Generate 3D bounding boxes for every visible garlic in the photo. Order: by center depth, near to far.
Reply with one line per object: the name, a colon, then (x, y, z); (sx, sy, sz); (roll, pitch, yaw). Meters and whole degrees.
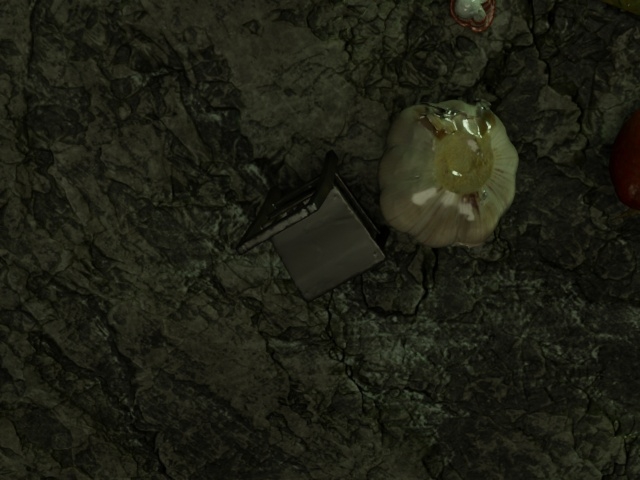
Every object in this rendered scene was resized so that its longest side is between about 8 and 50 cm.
garlic: (0.266, -0.136, 1.753); (0.321, 0.241, 0.322); (1, 95, 13)

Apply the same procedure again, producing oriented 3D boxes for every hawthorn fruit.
hawthorn fruit: (0.723, -0.162, 1.702); (0.258, 0.258, 0.262); (19, 83, -1)

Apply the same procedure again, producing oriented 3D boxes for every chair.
chair: (0.000, 0.000, 1.733); (0.203, 0.416, 0.241); (-29, 105, 15)

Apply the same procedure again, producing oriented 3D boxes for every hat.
hat: (0.303, -0.467, 1.670); (0.093, 0.162, 0.112); (-4, 106, 10)

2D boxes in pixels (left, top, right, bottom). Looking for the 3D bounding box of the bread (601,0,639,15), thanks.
bread: (0.606, -0.511, 1.664); (0.269, 0.098, 0.087); (20, 153, -1)
